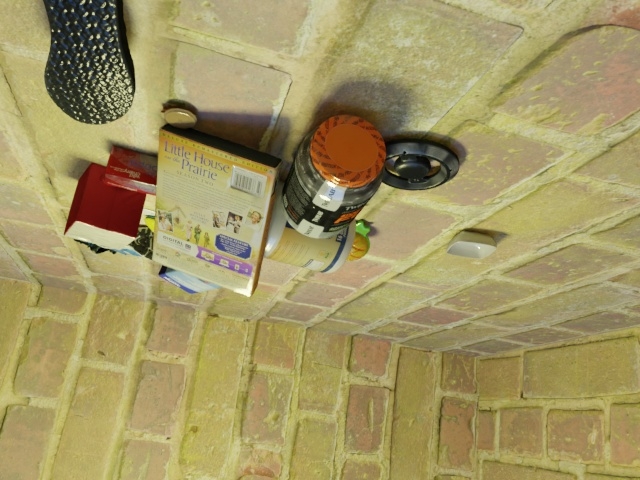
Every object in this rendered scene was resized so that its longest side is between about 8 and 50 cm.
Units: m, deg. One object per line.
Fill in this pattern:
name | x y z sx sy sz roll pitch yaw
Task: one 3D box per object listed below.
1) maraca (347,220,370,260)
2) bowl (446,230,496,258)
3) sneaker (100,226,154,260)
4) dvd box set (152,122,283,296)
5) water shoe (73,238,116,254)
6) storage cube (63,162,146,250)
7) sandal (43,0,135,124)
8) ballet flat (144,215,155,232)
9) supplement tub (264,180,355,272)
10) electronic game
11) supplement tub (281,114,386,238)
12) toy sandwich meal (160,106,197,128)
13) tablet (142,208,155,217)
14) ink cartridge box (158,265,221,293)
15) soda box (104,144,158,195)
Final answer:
maraca | 0.107 -0.003 1.900 0.127 0.099 0.185 9 136 2
bowl | 0.499 0.011 1.860 0.142 0.053 0.142 9 161 -5
sneaker | -0.714 0.001 2.183 0.330 0.129 0.147 17 173 -18
dvd box set | -0.282 -0.070 1.464 0.308 0.062 0.420 19 126 6
water shoe | -0.931 0.013 2.308 0.203 0.080 0.073 4 160 8
storage cube | -0.665 -0.097 1.744 0.184 0.193 0.215 19 156 -30
sandal | -0.417 -0.381 1.035 0.168 0.106 0.445 13 147 -13
ballet flat | -0.550 -0.021 2.080 0.077 0.077 0.231 -5 160 44
supplement tub | -0.081 -0.044 1.641 0.317 0.228 0.228 16 159 -24
electronic game | 0.230 -0.187 1.404 0.230 0.048 0.229 7 159 3
supplement tub | 0.027 -0.147 1.351 0.207 0.207 0.338 10 161 -9
toy sandwich meal | -0.332 -0.295 1.327 0.086 0.029 0.085 2 157 1
tablet | -0.602 -0.095 2.006 0.083 0.006 0.054 17 158 -27
ink cartridge box | -0.359 0.017 1.826 0.151 0.269 0.396 36 147 -31
soda box | -0.468 -0.180 1.593 0.264 0.092 0.083 13 161 -18
